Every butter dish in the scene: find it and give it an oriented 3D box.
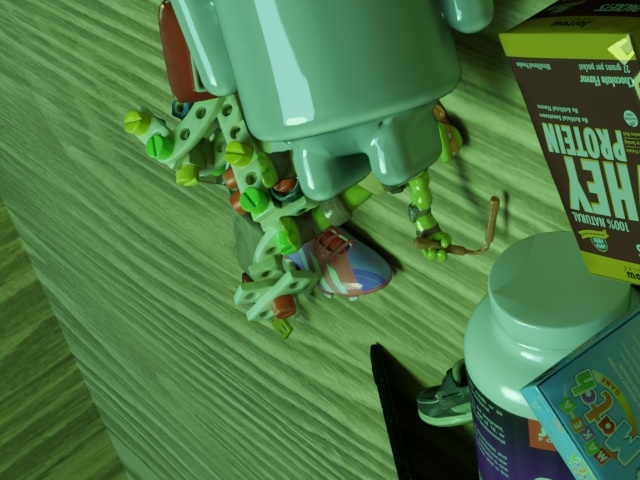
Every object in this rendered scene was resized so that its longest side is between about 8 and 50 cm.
[{"bbox_3d":[-0.107,-0.252,1.609,0.160,0.160,0.118,85,168,-49],"label":"butter dish"}]

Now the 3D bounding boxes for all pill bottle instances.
[{"bbox_3d":[0.232,0.151,1.343,0.181,0.181,0.323,38,152,41],"label":"pill bottle"}]

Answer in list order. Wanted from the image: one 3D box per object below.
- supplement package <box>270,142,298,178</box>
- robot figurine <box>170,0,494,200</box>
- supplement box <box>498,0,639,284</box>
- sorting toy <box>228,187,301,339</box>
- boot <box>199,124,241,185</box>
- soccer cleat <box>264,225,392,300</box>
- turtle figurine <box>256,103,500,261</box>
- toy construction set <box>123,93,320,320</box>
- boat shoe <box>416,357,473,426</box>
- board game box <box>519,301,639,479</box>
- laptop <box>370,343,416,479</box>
[{"bbox_3d":[0.007,-0.151,1.518,0.105,0.105,0.179,41,154,37],"label":"supplement package"},{"bbox_3d":[0.004,-0.219,1.259,0.300,0.200,0.353,-11,100,21],"label":"robot figurine"},{"bbox_3d":[0.257,-0.094,0.937,0.129,0.194,0.191,15,133,60],"label":"supplement box"},{"bbox_3d":[-0.063,0.028,1.992,0.132,0.046,0.274,44,154,31],"label":"sorting toy"},{"bbox_3d":[-0.139,-0.120,1.921,0.118,0.042,0.087,10,90,52],"label":"boot"},{"bbox_3d":[0.000,0.000,1.781,0.248,0.083,0.095,31,142,54],"label":"soccer cleat"},{"bbox_3d":[0.051,-0.087,1.435,0.087,0.217,0.269,-88,-22,-64],"label":"turtle figurine"},{"bbox_3d":[-0.095,-0.067,1.712,0.215,0.151,0.327,-34,75,25],"label":"toy construction set"},{"bbox_3d":[0.179,0.168,1.631,0.223,0.080,0.073,-12,104,62],"label":"boat shoe"},{"bbox_3d":[0.287,0.130,1.152,0.160,0.211,0.039,58,158,1],"label":"board game box"},{"bbox_3d":[0.237,0.378,1.858,0.408,0.236,0.382,-102,-1,-52],"label":"laptop"}]
